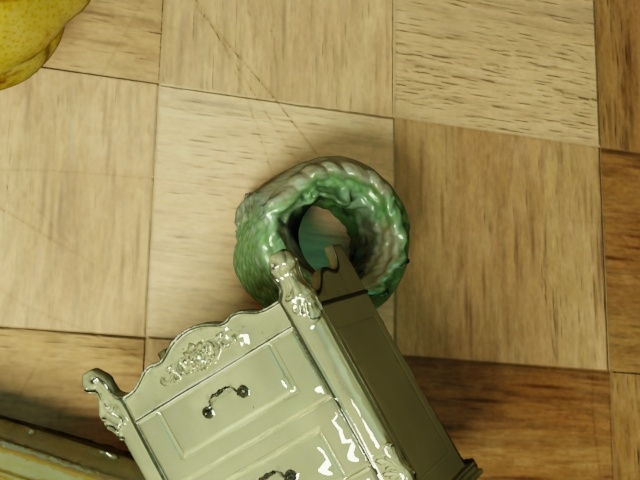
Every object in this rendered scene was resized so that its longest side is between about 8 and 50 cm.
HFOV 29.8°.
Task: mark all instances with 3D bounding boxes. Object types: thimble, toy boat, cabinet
[{"bbox_3d":[0.000,0.000,1.518,0.218,0.150,0.219,5,76,-20],"label":"thimble"},{"bbox_3d":[-0.330,0.287,1.338,0.445,0.136,0.162,20,80,-16],"label":"toy boat"},{"bbox_3d":[-0.040,0.207,1.324,0.290,0.227,0.318,-32,83,19],"label":"cabinet"}]

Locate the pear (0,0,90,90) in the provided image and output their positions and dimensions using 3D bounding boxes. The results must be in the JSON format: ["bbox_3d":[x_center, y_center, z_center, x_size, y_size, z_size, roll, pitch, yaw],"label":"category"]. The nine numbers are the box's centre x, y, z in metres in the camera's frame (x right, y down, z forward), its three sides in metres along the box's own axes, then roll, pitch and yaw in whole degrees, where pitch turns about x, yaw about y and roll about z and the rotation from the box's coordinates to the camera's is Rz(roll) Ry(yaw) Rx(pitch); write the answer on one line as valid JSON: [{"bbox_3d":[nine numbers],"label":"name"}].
[{"bbox_3d":[-0.420,-0.319,1.368,0.314,0.314,0.315,5,76,-19],"label":"pear"}]
